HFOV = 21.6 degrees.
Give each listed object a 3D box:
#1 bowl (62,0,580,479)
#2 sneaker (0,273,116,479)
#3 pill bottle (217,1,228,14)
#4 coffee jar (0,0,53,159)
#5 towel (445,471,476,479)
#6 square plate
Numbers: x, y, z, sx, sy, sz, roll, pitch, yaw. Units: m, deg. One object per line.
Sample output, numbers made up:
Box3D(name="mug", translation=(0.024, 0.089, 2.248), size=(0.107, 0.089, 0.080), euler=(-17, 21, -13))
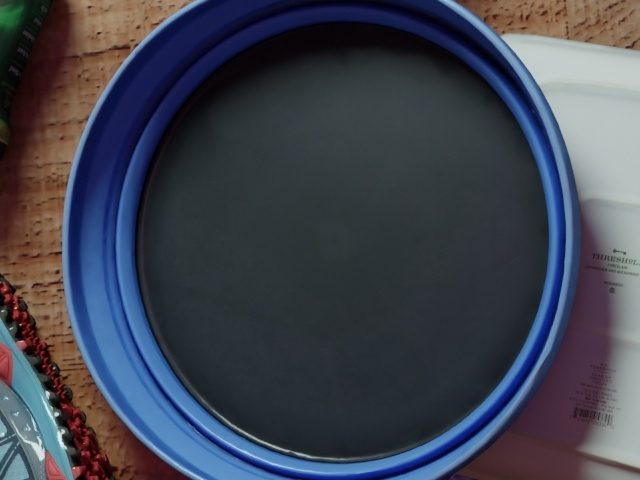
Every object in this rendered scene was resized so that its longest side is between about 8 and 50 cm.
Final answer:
Box3D(name="bowl", translation=(0.000, 0.000, 1.221), size=(0.391, 0.077, 0.391), euler=(-1, 87, 21))
Box3D(name="sneaker", translation=(-0.243, 0.149, 1.264), size=(0.125, 0.104, 0.262), euler=(-30, 76, 3))
Box3D(name="pill bottle", translation=(-0.012, -0.251, 1.284), size=(0.193, 0.108, 0.108), euler=(-32, 86, -2))
Box3D(name="coffee jar", translation=(-0.269, -0.141, 1.289), size=(0.096, 0.079, 0.184), euler=(16, 86, 2))
Box3D(name="towel", translation=(0.123, 0.186, 1.284), size=(0.067, 0.029, 0.119), euler=(38, 86, 2))
Box3D(name="square plate", translation=(0.224, 0.026, 1.196), size=(0.347, 0.049, 0.344), euler=(12, 84, 37))
